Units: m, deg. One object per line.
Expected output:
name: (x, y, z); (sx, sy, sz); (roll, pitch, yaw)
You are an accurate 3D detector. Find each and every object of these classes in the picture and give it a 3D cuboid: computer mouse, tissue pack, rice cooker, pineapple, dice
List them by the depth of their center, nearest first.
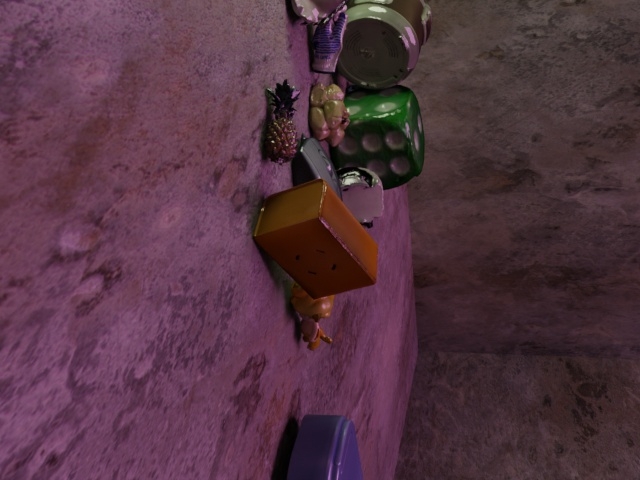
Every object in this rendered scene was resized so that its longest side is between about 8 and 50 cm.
tissue pack: (0.000, 0.000, 1.618); (0.274, 0.195, 0.145); (48, 40, -39)
pineapple: (-0.095, -0.288, 1.626); (0.103, 0.083, 0.221); (49, 41, -68)
computer mouse: (-0.002, -0.134, 1.912); (0.188, 0.122, 0.370); (-48, 132, -68)
rice cooker: (0.208, -0.728, 2.262); (0.335, 0.335, 0.325); (75, 25, -43)
dice: (0.203, -0.365, 2.310); (0.300, 0.297, 0.287); (-70, 153, -50)

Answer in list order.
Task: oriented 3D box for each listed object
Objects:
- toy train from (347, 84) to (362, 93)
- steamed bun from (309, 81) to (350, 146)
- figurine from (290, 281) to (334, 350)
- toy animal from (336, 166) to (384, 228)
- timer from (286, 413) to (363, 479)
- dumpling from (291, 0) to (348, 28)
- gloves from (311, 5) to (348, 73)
toy train: (0.166, -0.517, 2.529); (0.163, 0.112, 0.203); (-38, 127, -78)
steamed bun: (0.035, -0.388, 2.052); (0.177, 0.106, 0.192); (63, 32, -55)
figurine: (-0.021, 0.192, 1.825); (0.156, 0.131, 0.246); (51, -32, 46)
toy animal: (0.093, -0.136, 2.134); (0.156, 0.208, 0.204); (-121, -158, -68)
timer: (-0.005, 0.696, 1.765); (0.395, 0.173, 0.394); (1, 90, -76)
dumpling: (0.003, -0.735, 1.859); (0.293, 0.164, 0.204); (-59, 151, -41)
gloves: (0.030, -0.621, 1.999); (0.097, 0.119, 0.229); (12, 99, -42)
